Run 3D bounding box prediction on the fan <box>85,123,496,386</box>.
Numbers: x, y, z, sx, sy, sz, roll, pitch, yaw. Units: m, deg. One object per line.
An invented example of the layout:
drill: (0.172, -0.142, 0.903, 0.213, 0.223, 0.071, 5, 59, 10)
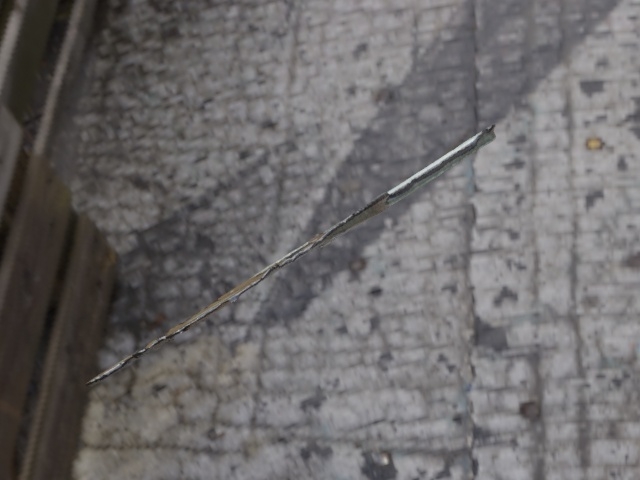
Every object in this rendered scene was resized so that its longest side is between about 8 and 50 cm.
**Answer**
fan: (0.000, 0.000, 0.640, 0.227, 0.152, 0.008, -32, 90, -30)
